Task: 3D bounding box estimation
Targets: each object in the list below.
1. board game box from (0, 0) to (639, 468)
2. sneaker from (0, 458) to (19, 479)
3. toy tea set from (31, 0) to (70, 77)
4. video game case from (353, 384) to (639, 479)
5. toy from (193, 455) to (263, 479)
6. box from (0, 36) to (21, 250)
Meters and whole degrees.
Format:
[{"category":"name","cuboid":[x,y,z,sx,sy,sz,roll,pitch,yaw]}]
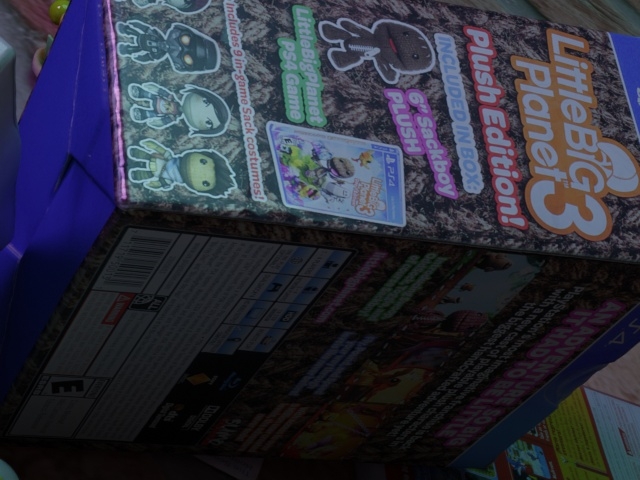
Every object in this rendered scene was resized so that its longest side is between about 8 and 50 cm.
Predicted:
[{"category":"board game box","cuboid":[0.000,0.000,0.777,0.291,0.232,0.141,7,57,-24]},{"category":"sneaker","cuboid":[-0.170,0.165,0.589,0.126,0.091,0.240,62,21,2]},{"category":"toy tea set","cuboid":[-0.081,-0.135,1.132,0.336,0.124,0.200,38,27,19]},{"category":"video game case","cuboid":[0.150,0.145,0.960,0.285,0.025,0.204,20,28,-15]},{"category":"toy","cuboid":[-0.067,0.032,0.927,0.137,0.056,0.237,25,26,-2]},{"category":"box","cuboid":[-0.303,-0.090,0.629,0.345,0.215,0.168,41,70,4]}]
